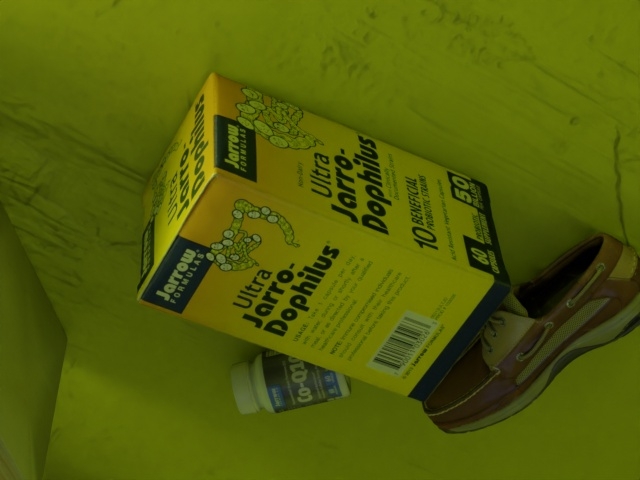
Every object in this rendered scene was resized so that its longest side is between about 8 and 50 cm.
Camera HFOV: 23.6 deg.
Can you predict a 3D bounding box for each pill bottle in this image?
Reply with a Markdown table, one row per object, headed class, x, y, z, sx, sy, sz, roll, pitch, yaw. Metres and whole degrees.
| class | x | y | z | sx | sy | sz | roll | pitch | yaw |
| --- | --- | --- | --- | --- | --- | --- | --- | --- | --- |
| pill bottle | -0.037 | 0.169 | 1.885 | 0.137 | 0.078 | 0.078 | -14 | 128 | 5 |

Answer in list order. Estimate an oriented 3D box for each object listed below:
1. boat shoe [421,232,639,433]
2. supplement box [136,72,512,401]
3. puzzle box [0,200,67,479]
| class | x | y | z | sx | sy | sz | roll | pitch | yaw |
| --- | --- | --- | --- | --- | --- | --- | --- | --- | --- |
| boat shoe | 0.247 | 0.102 | 1.843 | 0.324 | 0.122 | 0.120 | -38 | 117 | 13 |
| supplement box | 0.000 | 0.000 | 1.682 | 0.357 | 0.194 | 0.195 | 20 | 124 | -20 |
| puzzle box | -0.380 | 0.055 | 1.646 | 0.052 | 0.272 | 0.409 | -11 | 127 | 9 |
